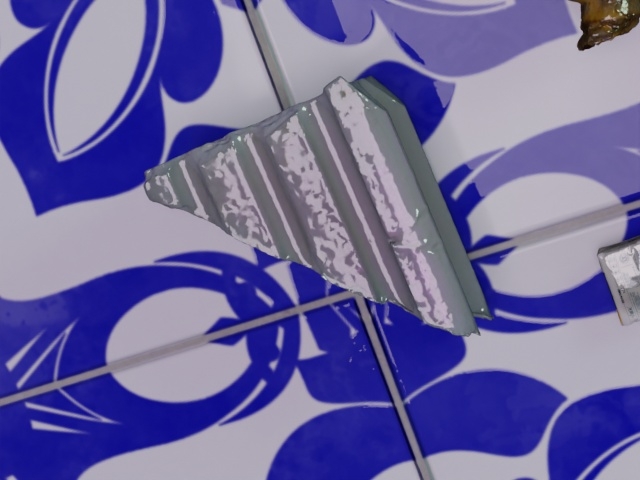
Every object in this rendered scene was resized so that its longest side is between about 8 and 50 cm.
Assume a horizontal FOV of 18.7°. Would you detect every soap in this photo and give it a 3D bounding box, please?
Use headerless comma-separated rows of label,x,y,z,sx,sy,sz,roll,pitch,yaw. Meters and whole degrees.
soap,0.000,0.000,1.997,0.258,0.159,0.302,-22,97,13

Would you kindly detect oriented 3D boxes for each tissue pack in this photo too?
tissue pack,0.325,0.040,2.000,0.062,0.042,0.083,-19,100,15

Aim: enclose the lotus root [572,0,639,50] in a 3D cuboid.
lotus root,0.250,-0.340,1.869,0.146,0.131,0.303,-8,103,38
